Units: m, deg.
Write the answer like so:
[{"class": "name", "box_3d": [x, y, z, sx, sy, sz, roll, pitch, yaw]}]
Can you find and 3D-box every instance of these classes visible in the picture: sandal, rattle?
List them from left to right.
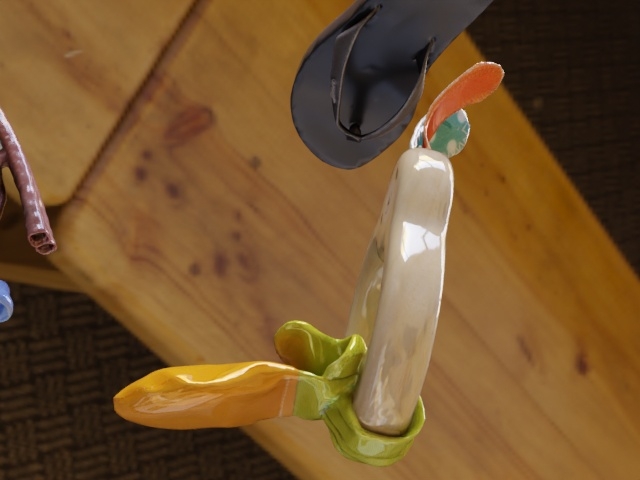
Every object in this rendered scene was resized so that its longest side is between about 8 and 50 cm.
[{"class": "rattle", "box_3d": [0.000, 0.000, 0.656, 0.130, 0.143, 0.199, 20, 80, -79]}, {"class": "sandal", "box_3d": [0.045, -0.133, 0.998, 0.097, 0.254, 0.054, 20, 51, -11]}]

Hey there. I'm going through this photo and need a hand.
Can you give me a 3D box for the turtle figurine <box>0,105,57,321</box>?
[{"class": "turtle figurine", "box_3d": [-0.306, -0.072, 0.857, 0.198, 0.275, 0.266, -4, 99, -50]}]
